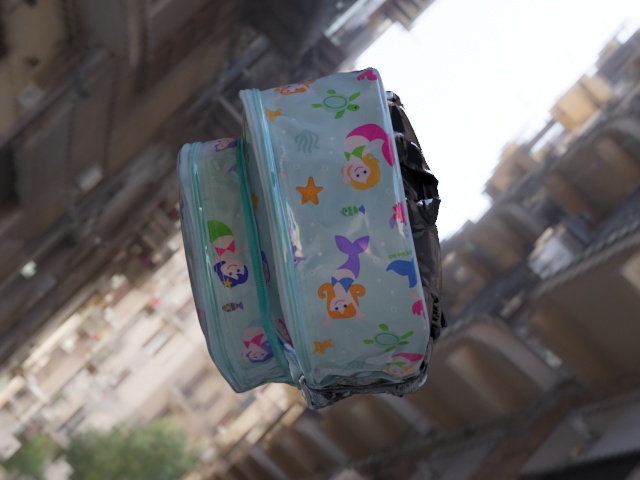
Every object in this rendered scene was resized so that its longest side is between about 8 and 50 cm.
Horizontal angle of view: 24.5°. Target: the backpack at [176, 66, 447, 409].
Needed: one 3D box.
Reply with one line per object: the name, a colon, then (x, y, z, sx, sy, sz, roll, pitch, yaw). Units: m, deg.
backpack: (0.000, 0.000, 1.036, 0.253, 0.191, 0.225, 100, -19, -76)
